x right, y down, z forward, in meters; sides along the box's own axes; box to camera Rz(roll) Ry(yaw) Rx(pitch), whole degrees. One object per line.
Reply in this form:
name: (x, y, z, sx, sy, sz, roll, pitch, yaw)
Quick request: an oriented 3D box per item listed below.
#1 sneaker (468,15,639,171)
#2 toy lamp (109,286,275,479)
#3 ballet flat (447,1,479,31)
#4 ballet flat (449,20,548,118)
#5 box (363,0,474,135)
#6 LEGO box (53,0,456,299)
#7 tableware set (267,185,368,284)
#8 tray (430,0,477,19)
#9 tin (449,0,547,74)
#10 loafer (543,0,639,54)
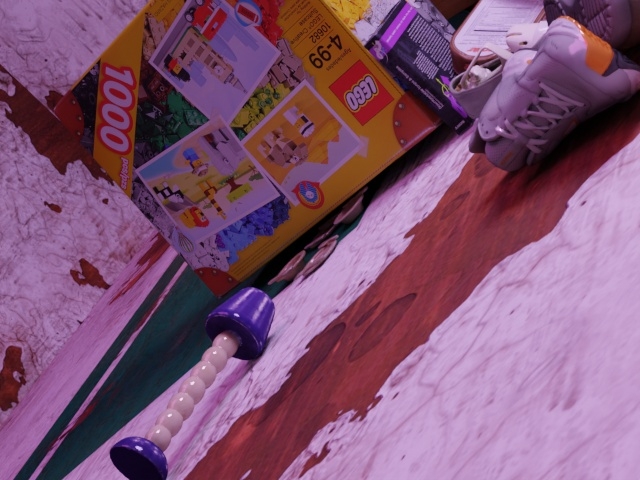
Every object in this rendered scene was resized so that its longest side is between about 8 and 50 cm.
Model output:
sneaker: (0.205, -0.117, 1.370, 0.121, 0.099, 0.262, -55, 2, -8)
toy lamp: (-0.136, 0.161, 1.725, 0.080, 0.080, 0.275, -34, 16, 53)
ballet flat: (0.243, -0.315, 2.132, 0.248, 0.086, 0.086, -37, 13, 40)
ballet flat: (0.222, -0.208, 1.726, 0.213, 0.068, 0.072, -36, 14, 48)
box: (0.135, -0.214, 1.859, 0.029, 0.162, 0.116, -44, 8, 36)
LEGO box: (-0.079, -0.205, 2.071, 0.500, 0.372, 0.193, -39, 5, 43)
tableware set: (0.000, 0.000, 1.986, 0.169, 0.020, 0.141, -52, 11, -35)
tray: (0.198, -0.427, 2.025, 0.411, 0.076, 0.203, 159, 117, -63)
tin: (0.228, -0.262, 1.871, 0.106, 0.040, 0.190, 2, 39, 32)
loafer: (0.282, -0.210, 1.468, 0.087, 0.094, 0.251, -12, 5, -5)
